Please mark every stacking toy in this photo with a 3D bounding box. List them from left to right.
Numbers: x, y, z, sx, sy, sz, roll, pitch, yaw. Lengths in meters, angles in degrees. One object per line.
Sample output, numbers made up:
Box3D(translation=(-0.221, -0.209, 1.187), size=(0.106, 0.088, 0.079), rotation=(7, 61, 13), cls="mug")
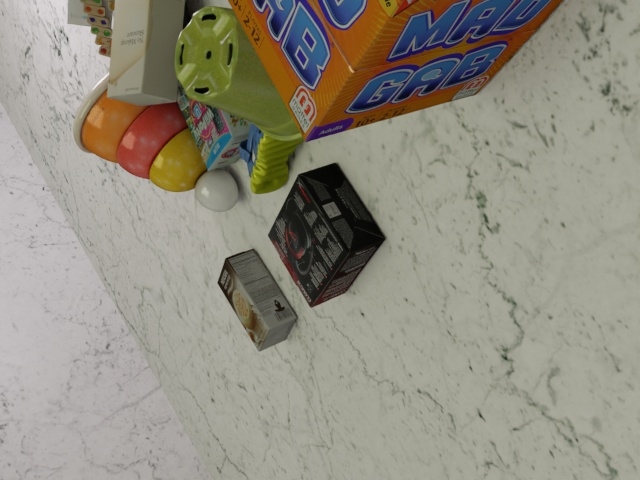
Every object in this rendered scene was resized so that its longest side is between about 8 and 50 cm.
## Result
Box3D(translation=(-0.420, -0.248, 2.165), size=(0.480, 0.350, 0.350), rotation=(45, 145, 9), cls="stacking toy")

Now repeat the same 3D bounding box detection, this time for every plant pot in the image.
Box3D(translation=(-0.140, -0.351, 1.544), size=(0.276, 0.254, 0.276), rotation=(-2, 88, 39), cls="plant pot")

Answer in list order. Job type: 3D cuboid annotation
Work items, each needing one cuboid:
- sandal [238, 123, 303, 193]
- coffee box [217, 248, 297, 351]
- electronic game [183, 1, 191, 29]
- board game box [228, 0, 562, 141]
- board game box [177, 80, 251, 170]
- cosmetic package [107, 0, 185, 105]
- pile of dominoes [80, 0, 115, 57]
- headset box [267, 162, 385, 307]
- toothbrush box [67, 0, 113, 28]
Box3D(translation=(-0.124, -0.242, 1.812), size=(0.138, 0.126, 0.317), rotation=(62, 148, 20), cls="sandal")
Box3D(translation=(-0.182, 0.166, 2.165), size=(0.246, 0.098, 0.141), rotation=(56, 147, 22), cls="coffee box")
Box3D(translation=(-0.400, -0.608, 2.094), size=(0.229, 0.048, 0.229), rotation=(47, 150, 38), cls="electronic game")
Box3D(translation=(0.104, -0.416, 1.104), size=(0.356, 0.356, 0.356), rotation=(62, 148, 13), cls="board game box")
Box3D(translation=(-0.282, -0.367, 2.008), size=(0.303, 0.097, 0.224), rotation=(65, 150, 7), cls="board game box")
Box3D(translation=(-0.441, -0.508, 1.952), size=(0.160, 0.113, 0.309), rotation=(3, 87, 42), cls="cosmetic package")
Box3D(translation=(-0.542, -0.595, 2.098), size=(0.040, 0.196, 0.251), rotation=(-93, -3, -47), cls="pile of dominoes")
Box3D(translation=(0.000, 0.000, 1.764), size=(0.218, 0.110, 0.293), rotation=(58, 148, 19), cls="headset box")
Box3D(translation=(-0.644, -0.764, 2.168), size=(0.295, 0.126, 0.216), rotation=(-109, 29, -44), cls="toothbrush box")
